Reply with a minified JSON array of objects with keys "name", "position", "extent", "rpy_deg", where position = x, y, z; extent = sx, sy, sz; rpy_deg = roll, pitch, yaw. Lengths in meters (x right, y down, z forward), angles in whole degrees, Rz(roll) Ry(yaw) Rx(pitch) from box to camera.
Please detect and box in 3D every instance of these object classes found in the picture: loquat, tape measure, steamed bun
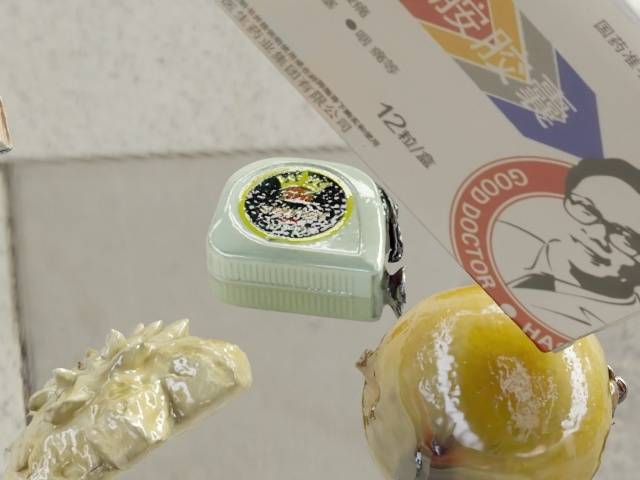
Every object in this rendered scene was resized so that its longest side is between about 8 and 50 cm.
[{"name":"loquat","position":[0.098,0.096,1.027],"extent":[0.163,0.163,0.137],"rpy_deg":[9,35,-7]},{"name":"tape measure","position":[0.000,0.000,2.031],"extent":[0.235,0.115,0.207],"rpy_deg":[6,40,9]},{"name":"steamed bun","position":[-0.206,0.165,1.764],"extent":[0.295,0.292,0.137],"rpy_deg":[-28,85,-49]}]

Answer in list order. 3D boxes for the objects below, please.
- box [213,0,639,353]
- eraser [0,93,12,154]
[{"name":"box","position":[0.068,-0.112,0.849],"extent":[0.353,0.214,0.069],"rpy_deg":[45,56,-9]},{"name":"eraser","position":[-0.376,-0.219,1.609],"extent":[0.087,0.171,0.290],"rpy_deg":[-17,81,22]}]
